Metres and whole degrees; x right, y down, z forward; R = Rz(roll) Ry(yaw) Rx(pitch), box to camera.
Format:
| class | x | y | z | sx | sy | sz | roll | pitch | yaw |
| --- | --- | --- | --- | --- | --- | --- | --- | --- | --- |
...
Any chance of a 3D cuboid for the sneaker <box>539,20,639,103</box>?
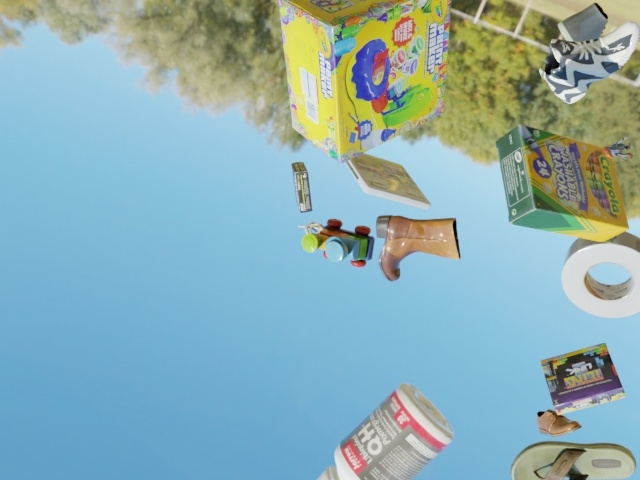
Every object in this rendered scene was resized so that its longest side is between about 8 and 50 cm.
| class | x | y | z | sx | sy | sz | roll | pitch | yaw |
| --- | --- | --- | --- | --- | --- | --- | --- | --- | --- |
| sneaker | 0.622 | -0.448 | 1.658 | 0.153 | 0.235 | 0.094 | 25 | -136 | -27 |

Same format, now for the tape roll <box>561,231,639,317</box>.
| class | x | y | z | sx | sy | sz | roll | pitch | yaw |
| --- | --- | --- | --- | --- | --- | --- | --- | --- | --- |
| tape roll | 0.709 | 0.082 | 1.720 | 0.219 | 0.219 | 0.072 | 25 | -142 | 9 |

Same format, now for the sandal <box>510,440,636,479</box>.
| class | x | y | z | sx | sy | sz | roll | pitch | yaw |
| --- | --- | --- | --- | --- | --- | --- | --- | --- | --- |
| sandal | 0.622 | 0.565 | 1.741 | 0.302 | 0.120 | 0.086 | -13 | -160 | 22 |

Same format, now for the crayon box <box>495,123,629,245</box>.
| class | x | y | z | sx | sy | sz | roll | pitch | yaw |
| --- | --- | --- | --- | --- | --- | --- | --- | --- | --- |
| crayon box | 0.545 | -0.117 | 1.524 | 0.322 | 0.083 | 0.203 | 9 | -116 | -26 |

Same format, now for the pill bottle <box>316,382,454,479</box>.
| class | x | y | z | sx | sy | sz | roll | pitch | yaw |
| --- | --- | --- | --- | --- | --- | --- | --- | --- | --- |
| pill bottle | 0.145 | 0.502 | 1.644 | 0.176 | 0.318 | 0.176 | 43 | -174 | -6 |

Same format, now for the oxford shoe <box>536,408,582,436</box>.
| class | x | y | z | sx | sy | sz | roll | pitch | yaw |
| --- | --- | --- | --- | --- | --- | --- | --- | --- | --- |
| oxford shoe | 0.740 | 0.570 | 2.203 | 0.076 | 0.076 | 0.212 | -17 | 174 | -18 |

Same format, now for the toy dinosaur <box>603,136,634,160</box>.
| class | x | y | z | sx | sy | sz | roll | pitch | yaw |
| --- | --- | --- | --- | --- | --- | --- | --- | --- | --- |
| toy dinosaur | 0.630 | -0.188 | 1.495 | 0.082 | 0.047 | 0.090 | -1 | 175 | -15 |

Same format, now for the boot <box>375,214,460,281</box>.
| class | x | y | z | sx | sy | sz | roll | pitch | yaw |
| --- | --- | --- | --- | --- | --- | --- | --- | --- | --- |
| boot | 0.339 | 0.034 | 2.369 | 0.280 | 0.264 | 0.096 | 5 | -156 | 25 |

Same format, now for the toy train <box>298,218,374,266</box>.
| class | x | y | z | sx | sy | sz | roll | pitch | yaw |
| --- | --- | --- | --- | --- | --- | --- | --- | --- | --- |
| toy train | 0.000 | 0.000 | 1.786 | 0.248 | 0.105 | 0.143 | 15 | -166 | 33 |

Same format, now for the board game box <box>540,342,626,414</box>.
| class | x | y | z | sx | sy | sz | roll | pitch | yaw |
| --- | --- | --- | --- | --- | --- | --- | --- | --- | --- |
| board game box | 0.652 | 0.344 | 1.750 | 0.048 | 0.170 | 0.141 | 56 | -159 | -37 |

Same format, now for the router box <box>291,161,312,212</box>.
| class | x | y | z | sx | sy | sz | roll | pitch | yaw |
| --- | --- | --- | --- | --- | --- | --- | --- | --- | --- |
| router box | -0.052 | -0.150 | 1.966 | 0.038 | 0.123 | 0.092 | -9 | -155 | -5 |

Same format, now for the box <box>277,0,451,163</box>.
| class | x | y | z | sx | sy | sz | roll | pitch | yaw |
| --- | --- | --- | --- | --- | --- | --- | --- | --- | --- |
| box | 0.091 | -0.357 | 1.371 | 0.279 | 0.290 | 0.177 | -29 | -132 | -23 |

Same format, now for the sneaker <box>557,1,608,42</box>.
| class | x | y | z | sx | sy | sz | roll | pitch | yaw |
| --- | --- | --- | --- | --- | --- | --- | --- | --- | --- |
| sneaker | 0.781 | -0.583 | 2.000 | 0.222 | 0.118 | 0.083 | 20 | -130 | -45 |

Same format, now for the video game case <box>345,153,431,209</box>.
| class | x | y | z | sx | sy | sz | roll | pitch | yaw |
| --- | --- | --- | --- | --- | --- | --- | --- | --- | --- |
| video game case | 0.166 | -0.162 | 1.821 | 0.212 | 0.023 | 0.193 | 12 | -148 | -32 |
